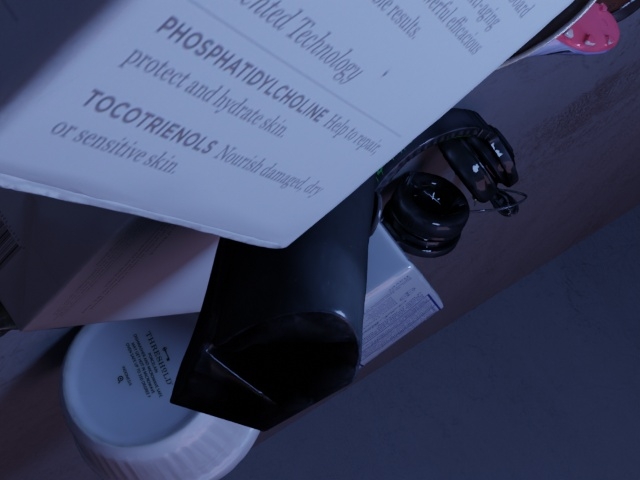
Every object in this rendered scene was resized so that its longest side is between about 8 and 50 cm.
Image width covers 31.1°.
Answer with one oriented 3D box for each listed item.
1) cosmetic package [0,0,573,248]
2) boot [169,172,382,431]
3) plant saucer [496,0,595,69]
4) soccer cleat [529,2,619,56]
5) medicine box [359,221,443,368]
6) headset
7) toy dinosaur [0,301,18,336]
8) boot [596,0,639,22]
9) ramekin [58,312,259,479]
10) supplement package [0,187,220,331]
[{"bbox_3d":[-0.028,-0.252,0.575,0.394,0.329,0.327,-42,161,13],"label":"cosmetic package"},{"bbox_3d":[0.014,-0.113,0.897,0.367,0.146,0.445,116,-9,-54],"label":"boot"},{"bbox_3d":[0.061,-0.248,0.800,0.310,0.310,0.050,-35,170,-7],"label":"plant saucer"},{"bbox_3d":[0.275,-0.269,1.490,0.248,0.083,0.095,-6,170,-28],"label":"soccer cleat"},{"bbox_3d":[0.000,0.000,1.394,0.149,0.263,0.289,-37,162,2],"label":"medicine box"},{"bbox_3d":[0.192,-0.100,1.802,0.394,0.185,0.243,14,124,-50],"label":"headset"},{"bbox_3d":[-0.330,0.067,1.162,0.268,0.118,0.064,-6,112,-8],"label":"toy dinosaur"},{"bbox_3d":[0.414,-0.418,1.479,0.264,0.096,0.280,-35,157,18],"label":"boot"},{"bbox_3d":[-0.214,0.189,1.495,0.273,0.273,0.127,-35,151,-6],"label":"ramekin"},{"bbox_3d":[-0.177,-0.041,1.089,0.175,0.177,0.293,-44,161,21],"label":"supplement package"}]
